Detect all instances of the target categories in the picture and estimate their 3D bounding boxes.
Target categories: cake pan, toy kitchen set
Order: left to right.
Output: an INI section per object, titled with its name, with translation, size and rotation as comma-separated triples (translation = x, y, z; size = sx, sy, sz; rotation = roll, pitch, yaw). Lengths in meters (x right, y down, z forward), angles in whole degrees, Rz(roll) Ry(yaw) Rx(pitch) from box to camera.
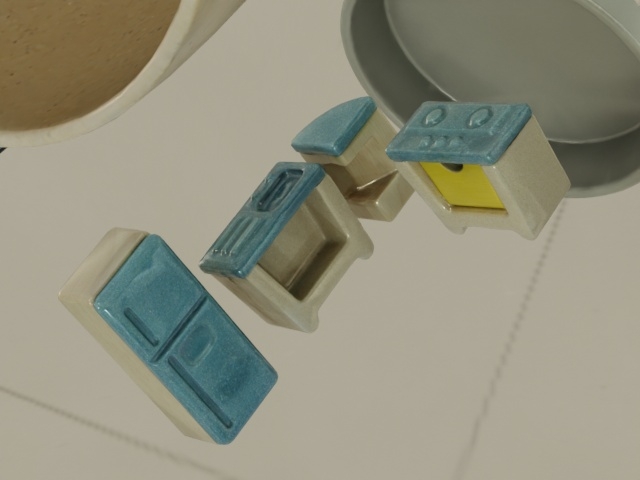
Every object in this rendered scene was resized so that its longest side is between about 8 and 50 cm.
[toy kitchen set]
translation = 0.000, 0.000, 0.986
size = 0.207, 0.166, 0.122
rotation = -53, 123, -22
[cake pan]
translation = 0.159, -0.148, 1.541
size = 0.293, 0.293, 0.054
rotation = 29, 61, 0

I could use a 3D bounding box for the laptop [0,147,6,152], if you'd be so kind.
[laptop]
translation = -0.364, -0.059, 1.646
size = 0.136, 0.234, 0.264
rotation = -14, 48, 4

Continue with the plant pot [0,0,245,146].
[plant pot]
translation = -0.067, -0.192, 0.424
size = 0.284, 0.284, 0.191
rotation = 47, 58, 1
